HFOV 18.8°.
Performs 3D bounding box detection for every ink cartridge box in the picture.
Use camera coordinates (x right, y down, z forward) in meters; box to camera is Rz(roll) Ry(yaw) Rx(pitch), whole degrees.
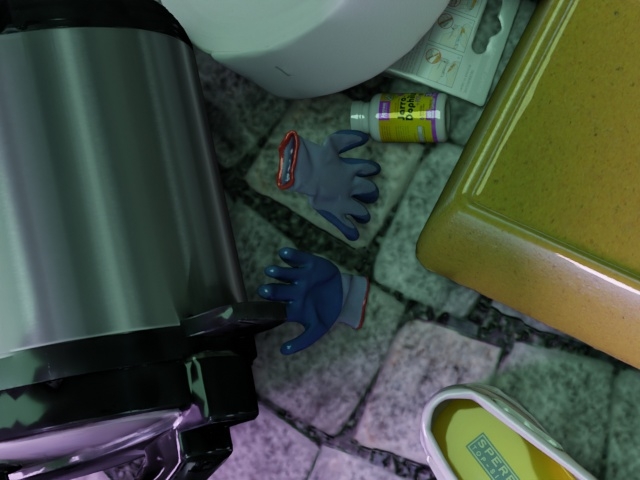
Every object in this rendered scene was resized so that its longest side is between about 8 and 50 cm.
[{"bbox_3d":[0.080,-0.211,1.706,0.179,0.045,0.145,20,85,-2],"label":"ink cartridge box"}]

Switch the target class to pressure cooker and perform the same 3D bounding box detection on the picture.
[{"bbox_3d":[-0.247,0.045,1.549,0.375,0.370,0.420,-10,80,-20],"label":"pressure cooker"}]

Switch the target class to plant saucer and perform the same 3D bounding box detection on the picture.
[{"bbox_3d":[0.264,-0.078,1.572,0.332,0.081,0.333,26,87,31],"label":"plant saucer"}]

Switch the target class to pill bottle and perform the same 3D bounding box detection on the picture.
[{"bbox_3d":[0.069,-0.106,1.679,0.083,0.043,0.043,0,81,12],"label":"pill bottle"}]

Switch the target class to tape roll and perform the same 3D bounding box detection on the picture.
[{"bbox_3d":[-0.006,-0.267,1.632,0.286,0.100,0.286,-16,62,34],"label":"tape roll"}]

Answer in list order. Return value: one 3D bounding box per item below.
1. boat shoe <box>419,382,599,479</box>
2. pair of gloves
[{"bbox_3d":[0.211,0.251,1.532,0.136,0.156,0.367,-41,75,4],"label":"boat shoe"},{"bbox_3d":[0.000,0.000,1.624,0.023,0.159,0.198,8,87,33],"label":"pair of gloves"}]
